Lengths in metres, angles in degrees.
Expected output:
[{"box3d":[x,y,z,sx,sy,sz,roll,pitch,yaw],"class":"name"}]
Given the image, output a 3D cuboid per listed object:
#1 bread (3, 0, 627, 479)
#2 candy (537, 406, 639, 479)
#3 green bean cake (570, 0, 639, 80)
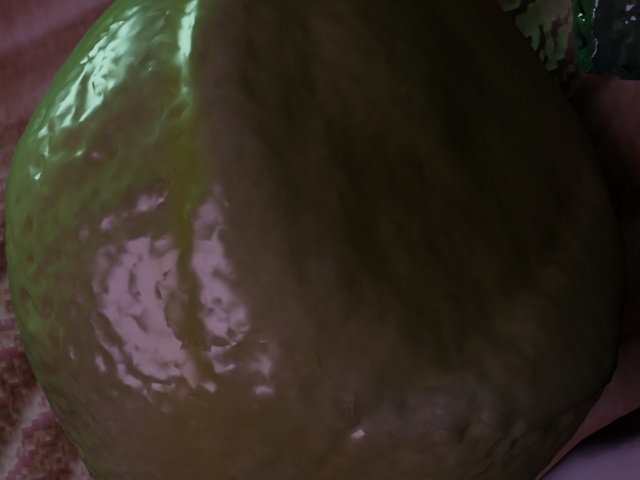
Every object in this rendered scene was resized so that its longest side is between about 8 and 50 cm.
[{"box3d":[-0.009,0.006,0.934,0.237,0.320,0.320,-33,82,29],"class":"bread"},{"box3d":[0.265,0.222,0.889,0.208,0.145,0.359,-25,88,42],"class":"candy"},{"box3d":[0.223,-0.122,0.784,0.208,0.193,0.107,3,100,37],"class":"green bean cake"}]
